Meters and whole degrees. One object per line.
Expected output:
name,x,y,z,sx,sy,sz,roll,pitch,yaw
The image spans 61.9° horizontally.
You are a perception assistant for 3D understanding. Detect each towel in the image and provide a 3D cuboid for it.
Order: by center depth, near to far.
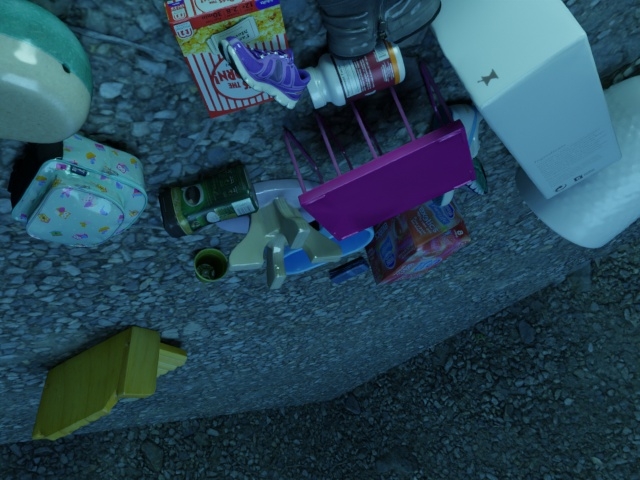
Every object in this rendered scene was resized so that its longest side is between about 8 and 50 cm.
towel,0.088,0.094,1.640,0.119,0.029,0.067,-27,153,13

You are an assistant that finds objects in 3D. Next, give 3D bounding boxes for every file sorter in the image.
file sorter,0.104,-0.163,0.981,0.290,0.182,0.202,-24,155,12

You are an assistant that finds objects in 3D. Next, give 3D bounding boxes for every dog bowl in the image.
dog bowl,0.000,0.000,1.349,0.297,0.074,0.166,-22,154,4

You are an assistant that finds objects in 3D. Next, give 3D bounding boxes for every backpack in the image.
backpack,-0.381,-0.076,0.869,0.188,0.144,0.166,9,137,-49

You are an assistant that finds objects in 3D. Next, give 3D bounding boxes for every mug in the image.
mug,0.686,-0.208,1.243,0.374,0.276,0.328,-36,165,-47

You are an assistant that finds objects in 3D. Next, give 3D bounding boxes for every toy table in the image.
toy table,-0.085,-0.020,1.157,0.274,0.161,0.252,-11,153,-14

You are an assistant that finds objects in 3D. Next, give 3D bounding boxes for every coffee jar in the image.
coffee jar,-0.218,-0.074,1.032,0.184,0.096,0.079,-18,151,0

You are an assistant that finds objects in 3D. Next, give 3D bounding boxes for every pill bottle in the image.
pill bottle,0.051,-0.268,0.851,0.151,0.086,0.086,-20,154,4

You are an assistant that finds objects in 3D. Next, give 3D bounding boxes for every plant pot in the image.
plant pot,-0.275,0.070,1.305,0.083,0.083,0.079,-6,162,-25

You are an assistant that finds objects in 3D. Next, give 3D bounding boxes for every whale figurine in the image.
whale figurine,-0.407,-0.206,0.649,0.271,0.141,0.216,-2,160,22

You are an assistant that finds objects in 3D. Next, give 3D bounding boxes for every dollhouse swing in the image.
dollhouse swing,-0.601,0.463,1.620,0.346,0.315,0.305,-27,133,15

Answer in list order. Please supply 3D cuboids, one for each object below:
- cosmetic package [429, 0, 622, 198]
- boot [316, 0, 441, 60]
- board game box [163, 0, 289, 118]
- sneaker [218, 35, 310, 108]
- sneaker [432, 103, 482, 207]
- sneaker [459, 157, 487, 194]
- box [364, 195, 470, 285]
cosmetic package,0.360,-0.260,0.916,0.161,0.230,0.453,-32,152,24
boot,0.135,-0.378,0.692,0.338,0.118,0.222,-15,159,17
board game box,-0.120,-0.273,0.771,0.146,0.045,0.193,-18,154,-2
sneaker,-0.075,-0.248,0.746,0.071,0.068,0.170,-47,154,18
sneaker,0.281,-0.172,1.121,0.092,0.087,0.229,-10,127,-21
sneaker,0.321,-0.160,1.281,0.098,0.083,0.223,-13,157,37
box,0.237,0.000,1.381,0.154,0.142,0.300,-11,163,-18
